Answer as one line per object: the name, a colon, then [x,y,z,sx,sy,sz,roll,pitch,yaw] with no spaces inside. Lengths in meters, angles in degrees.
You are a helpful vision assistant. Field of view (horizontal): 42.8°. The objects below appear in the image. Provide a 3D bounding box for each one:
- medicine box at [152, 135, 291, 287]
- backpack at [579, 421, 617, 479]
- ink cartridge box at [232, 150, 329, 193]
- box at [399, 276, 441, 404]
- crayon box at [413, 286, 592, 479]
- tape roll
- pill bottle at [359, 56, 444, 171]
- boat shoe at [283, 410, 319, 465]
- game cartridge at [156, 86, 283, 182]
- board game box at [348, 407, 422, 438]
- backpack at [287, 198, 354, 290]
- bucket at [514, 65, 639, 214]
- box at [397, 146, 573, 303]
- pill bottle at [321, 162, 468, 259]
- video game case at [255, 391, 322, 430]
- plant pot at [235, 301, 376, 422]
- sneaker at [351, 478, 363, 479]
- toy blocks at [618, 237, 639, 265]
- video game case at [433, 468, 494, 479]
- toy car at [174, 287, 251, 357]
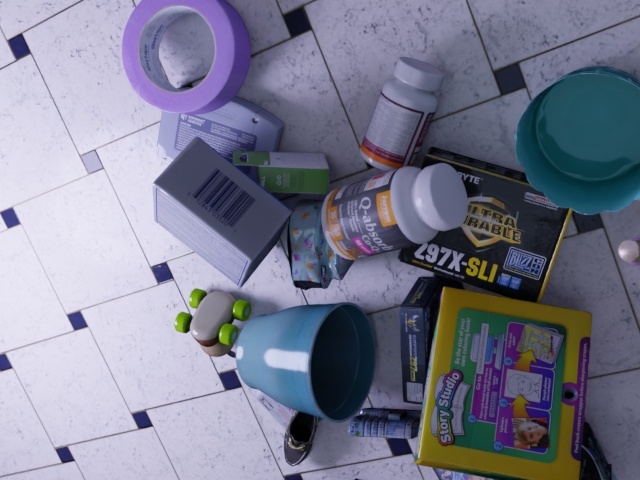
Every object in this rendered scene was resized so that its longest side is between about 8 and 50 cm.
medicine box: [-0.225,-0.054,1.819,0.263,0.289,0.149,38,72,1]
backpack: [0.543,0.540,1.812,0.225,0.191,0.253,-27,91,29]
ink cartridge box: [-0.089,-0.152,1.801,0.209,0.109,0.062,1,114,-5]
box: [0.227,0.219,1.817,0.059,0.183,0.232,3,109,19]
crayon box: [0.376,0.303,1.679,0.313,0.106,0.362,10,70,7]
tape roll: [-0.296,-0.417,1.802,0.275,0.090,0.274,2,96,18]
pill bottle: [0.171,-0.260,1.698,0.121,0.121,0.221,25,115,10]
boat shoe: [-0.052,0.484,2.060,0.081,0.069,0.227,22,114,12]
game cartridge: [-0.234,-0.244,1.896,0.294,0.060,0.196,20,118,12]
board game box: [0.185,0.426,1.908,0.194,0.194,0.060,-2,81,17]
backpack: [0.000,0.000,1.832,0.145,0.166,0.188,-5,110,22]
bucket: [0.520,-0.199,1.556,0.281,0.183,0.281,7,111,19]
box: [0.350,-0.031,1.741,0.322,0.079,0.257,19,116,13]
pill bottle: [0.150,-0.061,1.676,0.279,0.162,0.162,-16,103,41]
video game case: [-0.070,0.420,2.096,0.157,0.019,0.143,46,117,1]
plant pot: [-0.049,0.272,1.909,0.255,0.272,0.271,1,110,35]
sneaker: [0.038,0.652,2.119,0.222,0.083,0.118,22,95,21]
toy blocks: [0.765,0.019,1.531,0.288,0.260,0.309,-52,56,26]
video game case: [0.344,0.468,1.850,0.035,0.248,0.274,8,118,-26]
toy car: [-0.256,0.233,2.060,0.155,0.149,0.188,12,142,20]
